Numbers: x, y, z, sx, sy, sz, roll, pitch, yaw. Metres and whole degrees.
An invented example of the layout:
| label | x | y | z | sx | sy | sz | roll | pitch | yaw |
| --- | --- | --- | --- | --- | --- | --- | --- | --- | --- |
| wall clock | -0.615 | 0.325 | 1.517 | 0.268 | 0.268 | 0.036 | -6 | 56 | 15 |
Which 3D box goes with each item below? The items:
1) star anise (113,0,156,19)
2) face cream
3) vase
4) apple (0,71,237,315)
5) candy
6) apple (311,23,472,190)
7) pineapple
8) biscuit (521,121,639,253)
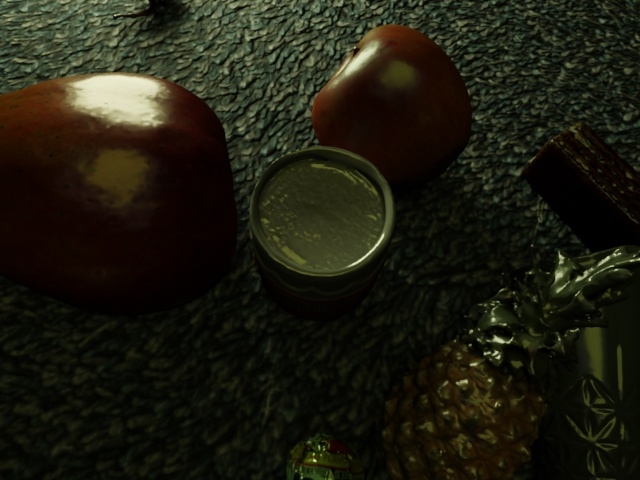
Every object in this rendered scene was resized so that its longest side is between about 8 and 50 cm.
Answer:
| label | x | y | z | sx | sy | sz | roll | pitch | yaw |
| --- | --- | --- | --- | --- | --- | --- | --- | --- | --- |
| star anise | -0.315 | -0.448 | 0.828 | 0.097 | 0.070 | 0.191 | 27 | 49 | 5 |
| face cream | 0.000 | 0.000 | 0.596 | 0.175 | 0.195 | 0.175 | 1 | 69 | -3 |
| vase | 0.314 | 0.168 | 0.584 | 0.251 | 0.156 | 0.301 | -4 | 71 | 25 |
| apple | -0.299 | -0.075 | 0.654 | 0.365 | 0.295 | 0.329 | 0 | 30 | -5 |
| candy | -0.011 | 0.376 | 0.513 | 0.091 | 0.083 | 0.305 | 9 | 75 | -1 |
| apple | 0.105 | -0.182 | 0.677 | 0.230 | 0.230 | 0.230 | 1 | 67 | -3 |
| pineapple | 0.203 | 0.128 | 0.505 | 0.169 | 0.169 | 0.340 | 35 | 104 | 11 |
| biscuit | 0.464 | 0.001 | 0.671 | 0.073 | 0.107 | 0.388 | -32 | 73 | -15 |
